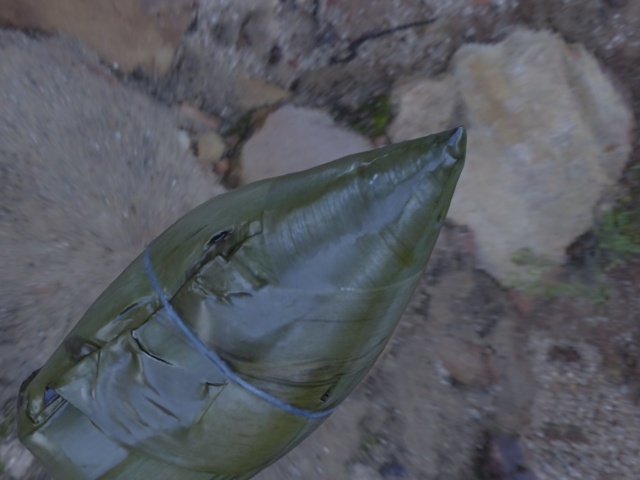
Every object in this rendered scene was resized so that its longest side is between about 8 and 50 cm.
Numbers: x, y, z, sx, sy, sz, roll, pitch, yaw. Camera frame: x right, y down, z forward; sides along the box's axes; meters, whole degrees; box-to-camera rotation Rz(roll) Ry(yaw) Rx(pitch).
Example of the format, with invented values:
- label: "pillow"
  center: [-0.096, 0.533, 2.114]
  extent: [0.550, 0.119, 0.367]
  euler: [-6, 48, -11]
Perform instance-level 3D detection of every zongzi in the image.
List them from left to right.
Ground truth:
- label: "zongzi"
  center: [0.000, 0.000, 1.019]
  extent: [0.160, 0.323, 0.360]
  euler: [43, 119, -4]
